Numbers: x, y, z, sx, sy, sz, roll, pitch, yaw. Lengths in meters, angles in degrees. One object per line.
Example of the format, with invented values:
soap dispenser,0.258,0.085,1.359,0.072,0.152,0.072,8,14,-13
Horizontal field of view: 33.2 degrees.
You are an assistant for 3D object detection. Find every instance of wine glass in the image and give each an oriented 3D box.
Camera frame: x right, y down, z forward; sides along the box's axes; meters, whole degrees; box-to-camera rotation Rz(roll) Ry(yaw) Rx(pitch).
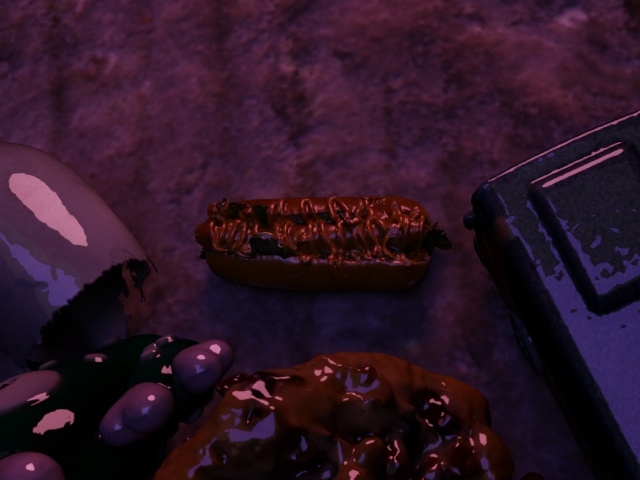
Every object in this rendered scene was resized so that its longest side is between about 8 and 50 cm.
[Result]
wine glass,-0.264,-0.043,0.801,0.143,0.143,0.321,-43,69,-6

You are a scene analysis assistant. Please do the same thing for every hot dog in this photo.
hot dog,0.000,0.000,0.783,0.188,0.055,0.072,-1,70,11

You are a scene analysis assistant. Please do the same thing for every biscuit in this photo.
biscuit,0.021,0.232,0.610,0.289,0.081,0.334,5,86,-22

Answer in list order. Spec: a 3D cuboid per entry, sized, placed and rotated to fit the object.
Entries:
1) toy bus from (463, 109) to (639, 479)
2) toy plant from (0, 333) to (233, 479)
toy bus,0.203,0.067,0.664,0.138,0.167,0.275,-24,68,2
toy plant,-0.168,0.136,0.670,0.243,0.232,0.112,-35,92,-31
